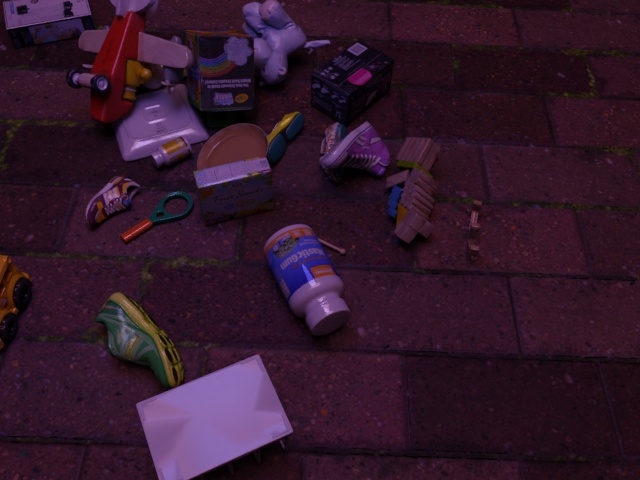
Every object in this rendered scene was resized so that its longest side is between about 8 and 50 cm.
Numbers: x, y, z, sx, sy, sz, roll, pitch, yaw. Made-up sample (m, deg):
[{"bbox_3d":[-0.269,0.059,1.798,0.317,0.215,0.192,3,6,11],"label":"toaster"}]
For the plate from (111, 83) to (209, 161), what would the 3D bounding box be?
[{"bbox_3d":[-0.531,-0.396,1.929,0.277,0.045,0.278,-18,59,-16],"label":"plate"}]

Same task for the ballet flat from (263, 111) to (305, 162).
[{"bbox_3d":[-0.132,-0.327,1.894,0.077,0.077,0.231,12,53,31],"label":"ballet flat"}]

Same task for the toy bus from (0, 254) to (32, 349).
[{"bbox_3d":[-0.827,0.131,1.454,0.149,0.211,0.220,6,57,-1],"label":"toy bus"}]

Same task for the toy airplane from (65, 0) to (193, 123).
[{"bbox_3d":[-0.585,-0.585,1.872,0.384,0.272,0.386,-30,64,17],"label":"toy airplane"}]

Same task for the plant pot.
[{"bbox_3d":[-0.262,-0.254,1.814,0.236,0.032,0.236,-10,58,16],"label":"plant pot"}]

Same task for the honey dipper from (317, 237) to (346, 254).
[{"bbox_3d":[0.000,0.000,1.697,0.161,0.030,0.030,25,58,10],"label":"honey dipper"}]

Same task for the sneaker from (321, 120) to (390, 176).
[{"bbox_3d":[0.124,-0.247,1.783,0.161,0.102,0.282,52,43,-4],"label":"sneaker"}]

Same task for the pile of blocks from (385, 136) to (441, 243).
[{"bbox_3d":[0.281,-0.139,1.777,0.112,0.149,0.362,32,59,-34],"label":"pile of blocks"}]

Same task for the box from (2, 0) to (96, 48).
[{"bbox_3d":[-0.972,-0.802,2.157,0.290,0.087,0.169,-15,58,-13],"label":"box"}]

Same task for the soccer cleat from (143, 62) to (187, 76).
[{"bbox_3d":[-0.493,-0.588,2.053,0.289,0.093,0.121,2,86,-7],"label":"soccer cleat"}]

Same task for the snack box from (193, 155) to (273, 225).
[{"bbox_3d":[-0.241,-0.139,1.689,0.207,0.174,0.070,-15,57,-14],"label":"snack box"}]

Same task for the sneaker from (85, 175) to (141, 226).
[{"bbox_3d":[-0.593,-0.109,1.714,0.084,0.069,0.185,18,57,15],"label":"sneaker"}]

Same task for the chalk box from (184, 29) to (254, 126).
[{"bbox_3d":[-0.319,-0.508,1.896,0.180,0.289,0.179,-7,26,-23],"label":"chalk box"}]

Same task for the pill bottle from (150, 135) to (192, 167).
[{"bbox_3d":[-0.458,-0.269,1.832,0.116,0.065,0.065,-32,63,-23],"label":"pill bottle"}]

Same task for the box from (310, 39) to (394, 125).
[{"bbox_3d":[0.104,-0.526,1.994,0.163,0.142,0.247,36,60,21],"label":"box"}]

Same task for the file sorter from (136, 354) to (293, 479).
[{"bbox_3d":[-0.225,0.416,1.312,0.278,0.173,0.193,-20,58,-16],"label":"file sorter"}]

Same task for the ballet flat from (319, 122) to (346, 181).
[{"bbox_3d":[0.036,-0.266,1.861,0.077,0.091,0.241,-13,47,25],"label":"ballet flat"}]

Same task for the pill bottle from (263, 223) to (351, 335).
[{"bbox_3d":[-0.030,0.103,1.549,0.152,0.152,0.272,-21,59,-16],"label":"pill bottle"}]

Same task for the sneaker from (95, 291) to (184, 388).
[{"bbox_3d":[-0.442,0.259,1.466,0.123,0.109,0.295,-45,67,-4],"label":"sneaker"}]

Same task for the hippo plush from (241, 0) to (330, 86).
[{"bbox_3d":[-0.176,-0.645,2.057,0.294,0.234,0.236,31,71,-32],"label":"hippo plush"}]

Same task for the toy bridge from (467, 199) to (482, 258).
[{"bbox_3d":[0.438,-0.025,1.714,0.026,0.063,0.188,11,54,5],"label":"toy bridge"}]

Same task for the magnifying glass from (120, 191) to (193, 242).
[{"bbox_3d":[-0.468,-0.065,1.721,0.231,0.026,0.092,-36,65,-26],"label":"magnifying glass"}]
